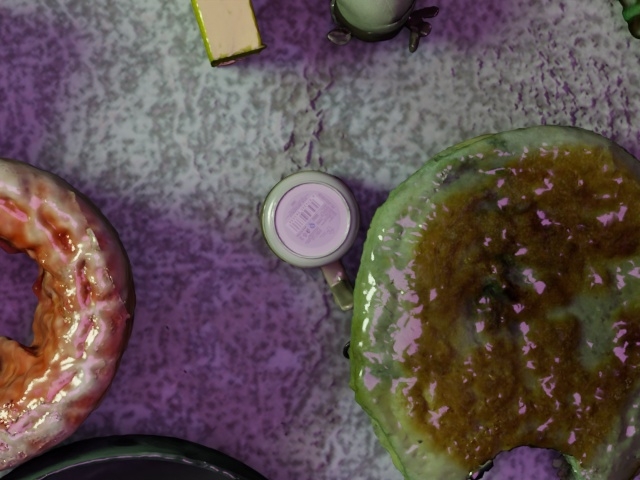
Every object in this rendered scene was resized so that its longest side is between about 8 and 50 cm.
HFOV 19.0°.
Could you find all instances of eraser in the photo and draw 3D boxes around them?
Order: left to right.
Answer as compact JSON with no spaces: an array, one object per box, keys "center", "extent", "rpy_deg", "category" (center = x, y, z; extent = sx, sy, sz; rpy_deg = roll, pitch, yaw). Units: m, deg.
[{"center":[-0.077,-0.191,1.398],"extent":[0.045,0.097,0.122],"rpy_deg":[-17,92,-3],"category":"eraser"}]

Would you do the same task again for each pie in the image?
[{"center":[0.153,0.059,1.405],"extent":[0.303,0.067,0.302],"rpy_deg":[-1,93,-17],"category":"pie"}]

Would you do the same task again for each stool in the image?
[{"center":[0.012,-0.233,1.391],"extent":[0.125,0.121,0.217],"rpy_deg":[-24,87,-2],"category":"stool"}]

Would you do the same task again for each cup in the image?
[{"center":[-0.008,-0.001,1.402],"extent":[0.074,0.099,0.102],"rpy_deg":[1,91,-1],"category":"cup"}]

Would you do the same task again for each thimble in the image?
[{"center":[-0.250,0.053,1.370],"extent":[0.239,0.162,0.239],"rpy_deg":[0,94,-3],"category":"thimble"}]

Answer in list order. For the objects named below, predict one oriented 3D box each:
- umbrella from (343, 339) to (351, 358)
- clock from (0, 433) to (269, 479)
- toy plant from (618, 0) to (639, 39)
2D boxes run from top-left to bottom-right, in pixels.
[{"center":[0.074,0.039,1.445],"extent":[0.149,0.022,0.022],"rpy_deg":[-41,134,0],"category":"umbrella"},{"center":[-0.135,0.293,1.385],"extent":[0.319,0.066,0.318],"rpy_deg":[-2,105,-7],"category":"clock"},{"center":[0.279,-0.158,1.412],"extent":[0.093,0.093,0.162],"rpy_deg":[-29,94,-1],"category":"toy plant"}]
